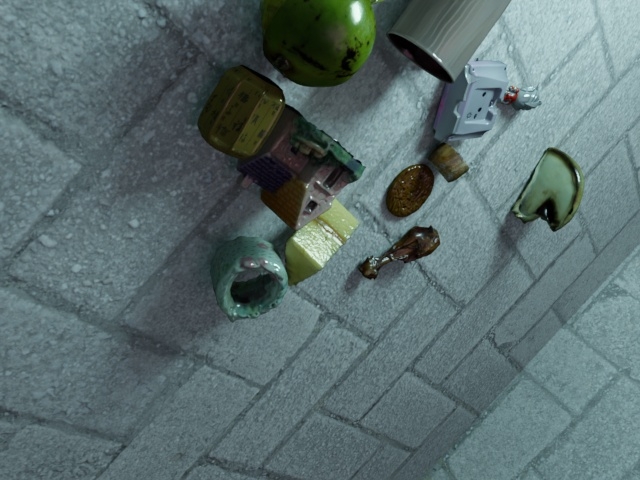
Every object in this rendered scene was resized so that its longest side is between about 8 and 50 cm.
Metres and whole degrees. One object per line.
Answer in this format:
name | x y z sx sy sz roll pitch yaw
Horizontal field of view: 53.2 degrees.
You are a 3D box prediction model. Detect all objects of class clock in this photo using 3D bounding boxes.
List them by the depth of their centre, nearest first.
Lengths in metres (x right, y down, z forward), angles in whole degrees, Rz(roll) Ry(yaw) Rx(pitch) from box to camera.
clock | 0.446 -0.411 1.891 0.186 0.083 0.253 -13 129 -34

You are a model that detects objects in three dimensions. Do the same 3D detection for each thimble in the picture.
thimble | -0.195 0.103 1.685 0.185 0.149 0.211 26 112 -29

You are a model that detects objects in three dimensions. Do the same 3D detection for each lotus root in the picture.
lotus root | 0.393 -0.239 1.969 0.081 0.112 0.122 -42 109 10

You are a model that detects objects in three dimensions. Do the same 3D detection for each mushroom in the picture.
mushroom | 0.875 -0.159 2.360 0.212 0.217 0.292 19 109 -51

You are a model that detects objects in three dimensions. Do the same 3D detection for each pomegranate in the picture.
pomegranate | 0.019 -0.471 1.367 0.340 0.260 0.260 -38 139 -14

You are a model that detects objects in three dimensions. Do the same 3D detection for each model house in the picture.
model house | -0.064 -0.170 1.563 0.237 0.202 0.237 -52 139 5

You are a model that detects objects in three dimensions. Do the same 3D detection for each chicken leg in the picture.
chicken leg | 0.257 0.036 2.107 0.304 0.093 0.113 -24 118 -13

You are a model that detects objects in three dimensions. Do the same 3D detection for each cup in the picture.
cup | 0.337 -0.541 1.597 0.288 0.208 0.273 27 102 -47

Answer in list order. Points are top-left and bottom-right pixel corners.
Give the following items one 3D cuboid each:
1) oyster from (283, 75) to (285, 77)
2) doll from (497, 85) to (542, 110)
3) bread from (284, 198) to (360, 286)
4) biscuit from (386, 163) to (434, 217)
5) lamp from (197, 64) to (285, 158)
oyster | -0.043 -0.410 1.516 0.093 0.034 0.051 -49 132 10
doll | 0.632 -0.452 2.027 0.180 0.079 0.094 2 137 -26
bread | 0.000 0.000 1.774 0.266 0.141 0.178 -52 139 -44
biscuit | 0.285 -0.154 2.008 0.187 0.027 0.188 -22 134 -25
lamp | -0.174 -0.283 1.418 0.161 0.161 0.185 16 109 -46
